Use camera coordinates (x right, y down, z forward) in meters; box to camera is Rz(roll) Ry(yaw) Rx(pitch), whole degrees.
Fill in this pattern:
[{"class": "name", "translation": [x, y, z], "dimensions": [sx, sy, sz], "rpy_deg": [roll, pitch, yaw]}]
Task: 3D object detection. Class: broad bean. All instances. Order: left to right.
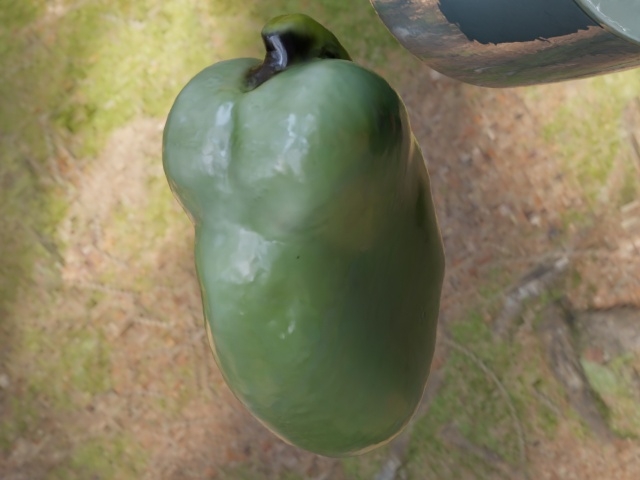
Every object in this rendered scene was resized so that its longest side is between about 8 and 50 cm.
[{"class": "broad bean", "translation": [0.000, 0.000, 0.710], "dimensions": [0.100, 0.228, 0.169], "rpy_deg": [9, 25, 31]}]

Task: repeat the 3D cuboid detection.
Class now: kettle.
[{"class": "kettle", "translation": [0.142, -0.140, 0.625], "dimensions": [0.210, 0.160, 0.243], "rpy_deg": [-3, 10, -10]}]
